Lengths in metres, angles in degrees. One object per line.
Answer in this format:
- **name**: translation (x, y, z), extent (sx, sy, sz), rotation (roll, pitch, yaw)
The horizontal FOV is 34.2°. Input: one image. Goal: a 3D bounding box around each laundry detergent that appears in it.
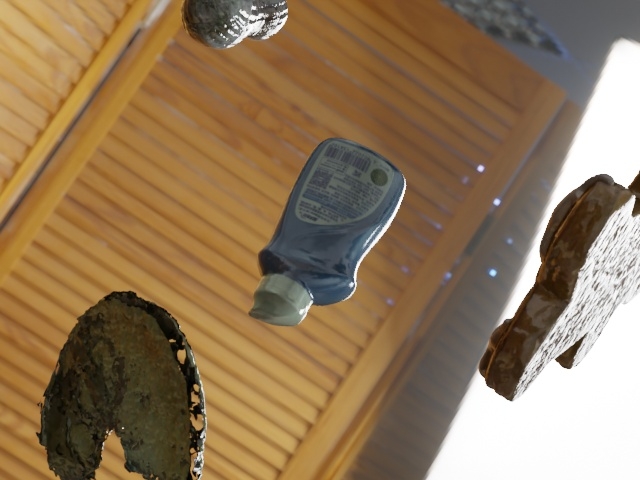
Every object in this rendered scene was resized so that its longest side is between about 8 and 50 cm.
- **laundry detergent**: translation (0.000, 0.000, 1.386), extent (0.143, 0.290, 0.094), rotation (29, -31, 1)

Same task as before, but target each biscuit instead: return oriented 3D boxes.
- **biscuit**: translation (0.301, 0.021, 1.123), extent (0.064, 0.283, 0.432), rotation (34, 29, 23)

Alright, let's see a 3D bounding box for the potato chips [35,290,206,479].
- **potato chips**: translation (-0.184, 0.152, 0.945), extent (0.029, 0.220, 0.202), rotation (-3, 73, -53)

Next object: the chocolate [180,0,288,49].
- **chocolate**: translation (-0.127, -0.342, 1.556), extent (0.110, 0.110, 0.248), rotation (33, 26, 15)
